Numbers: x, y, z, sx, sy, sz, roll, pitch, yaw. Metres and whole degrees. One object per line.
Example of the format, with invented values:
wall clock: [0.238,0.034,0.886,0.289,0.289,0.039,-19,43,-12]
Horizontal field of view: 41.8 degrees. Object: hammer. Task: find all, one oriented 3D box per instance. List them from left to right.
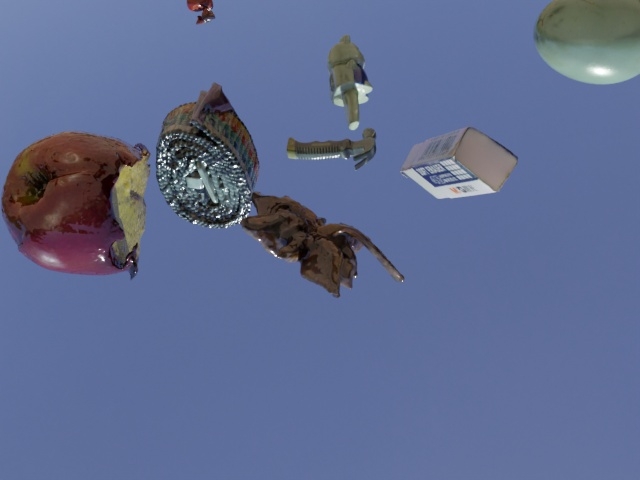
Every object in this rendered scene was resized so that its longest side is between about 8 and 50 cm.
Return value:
hammer: [0.026,-0.229,2.103,0.226,0.041,0.159,0,-146,10]

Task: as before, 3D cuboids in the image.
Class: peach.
peach: [-0.539,-0.083,1.980,0.353,0.416,0.339,6,-97,32]

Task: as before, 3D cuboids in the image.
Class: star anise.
star anise: [-0.002,0.002,1.659,0.349,0.109,0.292,37,-148,9]

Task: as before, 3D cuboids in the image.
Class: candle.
candle: [-0.251,-0.561,1.550,0.051,0.330,0.048,-12,177,-1]

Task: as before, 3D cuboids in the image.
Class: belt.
belt: [-0.250,-0.178,1.823,0.206,0.295,0.161,-12,-140,16]

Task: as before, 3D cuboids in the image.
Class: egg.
egg: [0.491,-0.364,1.488,0.230,0.168,0.168,6,-144,-8]

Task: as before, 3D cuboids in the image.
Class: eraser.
eraser: [0.277,-0.155,1.725,0.086,0.130,0.287,-58,-166,-8]

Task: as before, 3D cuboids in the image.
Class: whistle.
whistle: [0.065,-0.361,1.899,0.092,0.110,0.245,-1,-117,-14]
